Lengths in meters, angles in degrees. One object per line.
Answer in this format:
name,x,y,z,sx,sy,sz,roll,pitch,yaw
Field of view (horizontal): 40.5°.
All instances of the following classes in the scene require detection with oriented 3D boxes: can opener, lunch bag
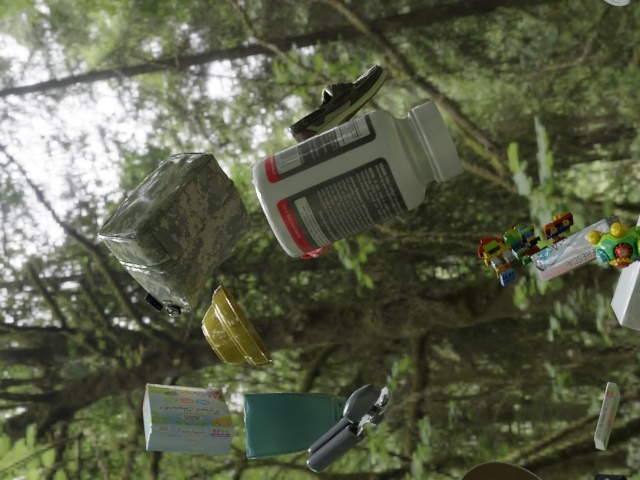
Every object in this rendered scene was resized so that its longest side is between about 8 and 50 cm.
can opener,0.051,0.411,1.939,0.095,0.283,0.076,36,-150,-16
lunch bag,-0.311,-0.014,1.968,0.256,0.212,0.305,54,-125,-30

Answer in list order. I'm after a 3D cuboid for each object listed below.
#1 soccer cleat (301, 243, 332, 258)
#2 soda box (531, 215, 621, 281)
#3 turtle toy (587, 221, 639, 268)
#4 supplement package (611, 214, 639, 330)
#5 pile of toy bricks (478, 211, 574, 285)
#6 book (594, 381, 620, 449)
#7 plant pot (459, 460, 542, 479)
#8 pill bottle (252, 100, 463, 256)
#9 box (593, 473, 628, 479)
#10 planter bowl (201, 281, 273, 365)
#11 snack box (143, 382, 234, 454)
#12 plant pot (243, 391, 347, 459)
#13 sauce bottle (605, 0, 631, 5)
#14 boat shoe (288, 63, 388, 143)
soccer cleat,0.000,0.000,2.200,0.248,0.083,0.095,177,99,-73
soda box,0.514,0.018,1.717,0.058,0.183,0.063,-11,-107,-48
turtle toy,0.529,0.011,1.491,0.095,0.130,0.066,13,-112,-33
supplement package,0.852,0.086,2.186,0.204,0.145,0.262,-43,-32,-74
pile of toy bricks,0.437,0.003,1.871,0.105,0.212,0.118,54,171,45
book,0.693,0.426,2.105,0.144,0.035,0.096,-69,-28,-19
plant pot,0.422,0.699,2.063,0.284,0.284,0.191,-76,4,-49
pill bottle,0.064,-0.109,1.431,0.176,0.318,0.176,-23,-90,-82
box,0.530,0.592,1.553,0.216,0.060,0.270,52,-129,-23
planter bowl,-0.197,0.205,1.899,0.217,0.090,0.217,56,177,4
snack box,-0.286,0.380,1.858,0.207,0.174,0.070,-134,53,-69
plant pot,-0.052,0.468,2.227,0.165,0.234,0.166,22,-119,-64
sauce bottle,0.683,-0.654,1.811,0.344,0.111,0.111,-64,-27,-10
boat shoe,0.033,-0.253,1.582,0.073,0.223,0.080,46,165,-10
